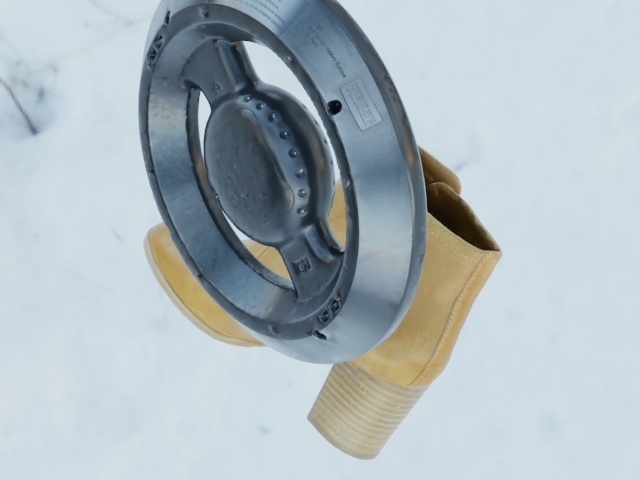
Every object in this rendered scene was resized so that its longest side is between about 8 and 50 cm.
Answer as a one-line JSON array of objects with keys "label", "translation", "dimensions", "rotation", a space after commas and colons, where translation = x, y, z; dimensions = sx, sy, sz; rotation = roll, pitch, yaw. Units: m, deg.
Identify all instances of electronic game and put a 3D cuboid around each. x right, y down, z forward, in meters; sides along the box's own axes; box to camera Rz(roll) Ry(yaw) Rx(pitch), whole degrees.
[{"label": "electronic game", "translation": [-0.027, -0.041, 0.818], "dimensions": [0.048, 0.229, 0.229], "rotation": [-23, 65, -35]}]

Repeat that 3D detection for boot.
[{"label": "boot", "translation": [0.000, 0.000, 1.135], "dimensions": [0.295, 0.104, 0.211], "rotation": [41, 115, 33]}]
